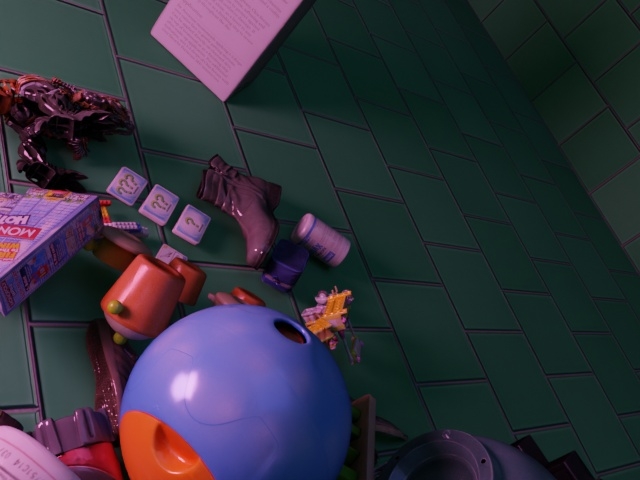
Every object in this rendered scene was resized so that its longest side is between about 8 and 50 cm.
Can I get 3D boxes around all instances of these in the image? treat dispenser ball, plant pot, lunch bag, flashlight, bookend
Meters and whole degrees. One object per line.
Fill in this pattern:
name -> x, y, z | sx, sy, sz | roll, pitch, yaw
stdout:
treat dispenser ball -> -0.104, 0.224, 0.880 | 0.288, 0.288, 0.288 | 27, 40, -25
plant pot -> 0.192, 0.382, 0.948 | 0.196, 0.293, 0.293 | 54, 30, -28
lunch bag -> -0.068, 0.053, 1.306 | 0.067, 0.065, 0.098 | 27, 31, -2
flashlight -> -0.256, 0.351, 0.801 | 0.103, 0.103, 0.304 | 61, 7, -69
bookend -> 0.435, 0.447, 1.365 | 0.072, 0.157, 0.156 | -13, 67, -51

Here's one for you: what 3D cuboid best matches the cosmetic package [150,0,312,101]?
cosmetic package -> -0.137, -0.542, 1.479 | 0.230, 0.453, 0.161 | 43, 35, -6

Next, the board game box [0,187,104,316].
board game box -> -0.415, 0.007, 0.913 | 0.194, 0.060, 0.194 | 7, 38, 6

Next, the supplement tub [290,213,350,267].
supplement tub -> 0.000, 0.000, 1.424 | 0.107, 0.071, 0.071 | 34, 37, -16

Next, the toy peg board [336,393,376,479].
toy peg board -> -0.004, 0.311, 1.032 | 0.079, 0.160, 0.161 | 37, 36, -24

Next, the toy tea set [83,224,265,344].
toy tea set -> -0.207, 0.109, 1.051 | 0.336, 0.124, 0.200 | 30, 2, -36

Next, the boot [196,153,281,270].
boot -> -0.164, -0.055, 1.319 | 0.161, 0.083, 0.246 | 24, 35, -19

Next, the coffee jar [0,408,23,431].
coffee jar -> -0.431, 0.206, 0.770 | 0.184, 0.079, 0.096 | 34, 38, -18

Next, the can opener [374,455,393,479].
can opener -> 0.187, 0.426, 1.199 | 0.280, 0.074, 0.093 | 18, 29, -37

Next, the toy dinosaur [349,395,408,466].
toy dinosaur -> 0.064, 0.320, 1.192 | 0.268, 0.064, 0.118 | 34, 30, -22

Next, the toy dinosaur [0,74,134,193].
toy dinosaur -> -0.446, -0.191, 1.126 | 0.322, 0.164, 0.218 | -17, 53, -33

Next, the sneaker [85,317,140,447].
sneaker -> -0.270, 0.190, 0.964 | 0.071, 0.066, 0.188 | 10, 50, -42

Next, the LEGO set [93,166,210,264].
LEGO set -> -0.290, -0.020, 1.157 | 0.182, 0.060, 0.244 | 33, 39, -13

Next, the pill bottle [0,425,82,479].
pill bottle -> -0.348, 0.325, 0.632 | 0.161, 0.161, 0.283 | 45, 50, -3

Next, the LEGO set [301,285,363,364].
LEGO set -> -0.003, 0.185, 1.213 | 0.287, 0.132, 0.107 | -40, 114, -52
